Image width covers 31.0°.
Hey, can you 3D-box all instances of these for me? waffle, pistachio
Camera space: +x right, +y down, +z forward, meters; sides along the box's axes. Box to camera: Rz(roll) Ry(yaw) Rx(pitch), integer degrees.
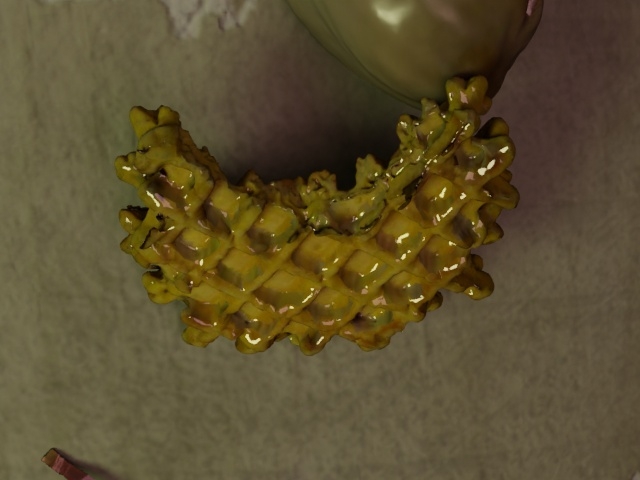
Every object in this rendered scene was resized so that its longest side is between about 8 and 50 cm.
[{"bbox_3d":[0.000,0.000,0.847,0.293,0.069,0.259,-7,136,-2],"label":"waffle"},{"bbox_3d":[0.053,-0.224,0.827,0.288,0.197,0.166,59,39,-14],"label":"pistachio"}]

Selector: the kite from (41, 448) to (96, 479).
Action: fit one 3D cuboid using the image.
[{"bbox_3d":[-0.129,0.322,0.979,0.360,0.022,0.204,38,89,-25],"label":"kite"}]
